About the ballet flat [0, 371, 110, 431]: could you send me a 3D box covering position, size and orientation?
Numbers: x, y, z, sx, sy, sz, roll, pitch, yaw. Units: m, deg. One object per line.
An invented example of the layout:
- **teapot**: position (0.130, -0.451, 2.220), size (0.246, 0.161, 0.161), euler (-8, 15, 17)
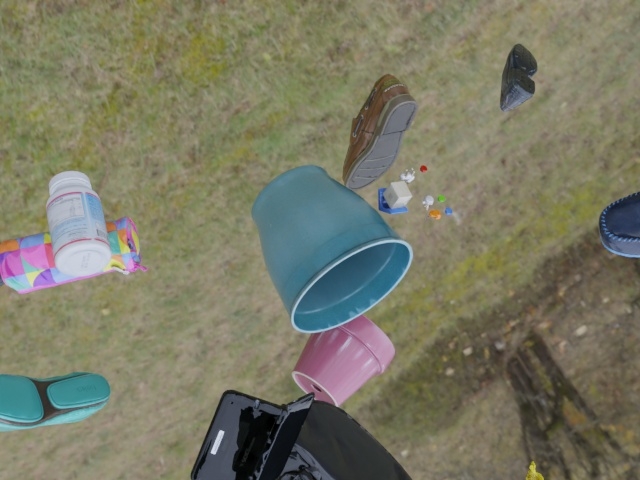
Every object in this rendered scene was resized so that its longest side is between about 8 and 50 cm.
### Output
- **ballet flat**: position (-0.418, 0.240, 1.178), size (0.087, 0.083, 0.247), euler (-40, 155, 25)

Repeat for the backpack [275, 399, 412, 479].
- **backpack**: position (-0.032, 0.405, 1.211), size (0.355, 0.290, 0.273), euler (-46, 177, 28)

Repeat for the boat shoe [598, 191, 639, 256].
- **boat shoe**: position (0.449, -0.053, 0.937), size (0.258, 0.109, 0.089), euler (-17, 154, 13)

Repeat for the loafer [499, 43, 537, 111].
- **loafer**: position (0.350, -0.297, 1.476), size (0.062, 0.170, 0.061), euler (35, 133, -11)

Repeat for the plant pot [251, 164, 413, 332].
- **plant pot**: position (0.000, 0.000, 1.614), size (0.271, 0.255, 0.272), euler (-26, 151, -16)

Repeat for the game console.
- **game console**: position (-0.075, 0.218, 0.912), size (0.107, 0.071, 0.122), euler (20, 106, -8)

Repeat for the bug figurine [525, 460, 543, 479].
- **bug figurine**: position (0.331, 0.486, 1.264), size (0.072, 0.279, 0.216), euler (11, 139, 23)

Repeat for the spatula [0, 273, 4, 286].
- **spatula**: position (-0.592, 0.038, 1.702), size (0.296, 0.084, 0.030), euler (-32, 147, -21)

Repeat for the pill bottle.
- **pill bottle**: position (-0.388, -0.029, 1.301), size (0.087, 0.160, 0.087), euler (-15, 148, -9)

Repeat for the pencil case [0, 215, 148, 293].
- **pencil case**: position (-0.420, 0.025, 1.391), size (0.236, 0.104, 0.104), euler (-10, 142, -2)

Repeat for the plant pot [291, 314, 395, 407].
- **plant pot**: position (0.038, 0.270, 1.848), size (0.180, 0.201, 0.201), euler (-50, 151, -23)

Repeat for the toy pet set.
- **toy pet set**: position (0.179, -0.078, 1.625), size (0.114, 0.122, 0.065), euler (-9, 151, -31)

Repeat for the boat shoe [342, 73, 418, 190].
- **boat shoe**: position (0.124, -0.244, 1.871), size (0.110, 0.104, 0.307), euler (-8, 146, -35)
